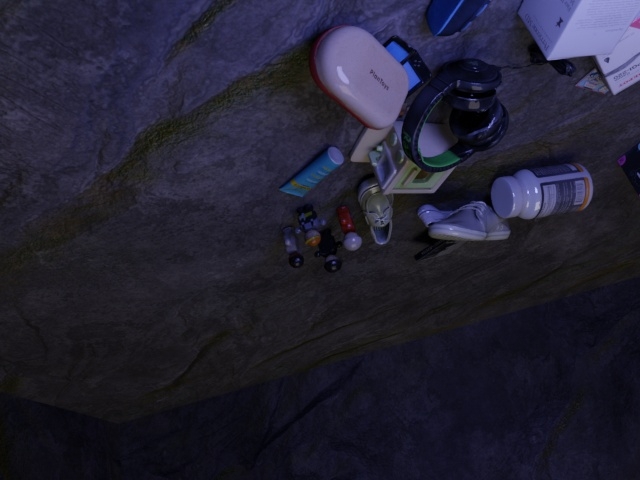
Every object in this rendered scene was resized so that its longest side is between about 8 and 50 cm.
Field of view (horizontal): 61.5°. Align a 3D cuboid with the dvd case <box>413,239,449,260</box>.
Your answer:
[{"bbox_3d":[0.476,0.011,1.987,0.238,0.030,0.179,-10,157,-47],"label":"dvd case"}]

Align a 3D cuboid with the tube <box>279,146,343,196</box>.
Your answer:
[{"bbox_3d":[-0.022,-0.176,1.442,0.080,0.052,0.207,18,145,-32],"label":"tube"}]

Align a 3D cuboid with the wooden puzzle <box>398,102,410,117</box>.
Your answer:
[{"bbox_3d":[0.182,-0.317,1.317,0.083,0.006,0.049,-8,152,-13],"label":"wooden puzzle"}]

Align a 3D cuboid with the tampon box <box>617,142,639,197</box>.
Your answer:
[{"bbox_3d":[1.085,-0.234,1.762,0.101,0.161,0.120,1,147,-27],"label":"tampon box"}]

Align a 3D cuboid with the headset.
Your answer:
[{"bbox_3d":[0.368,-0.302,1.216,0.394,0.185,0.243,-40,141,-2],"label":"headset"}]

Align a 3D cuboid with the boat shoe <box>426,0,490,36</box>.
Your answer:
[{"bbox_3d":[0.292,-0.484,0.989,0.089,0.109,0.258,-10,169,-26],"label":"boat shoe"}]

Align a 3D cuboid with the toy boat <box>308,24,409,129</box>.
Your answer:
[{"bbox_3d":[0.063,-0.332,1.109,0.231,0.151,0.151,30,169,-39],"label":"toy boat"}]

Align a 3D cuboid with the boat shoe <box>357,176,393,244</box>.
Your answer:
[{"bbox_3d":[0.183,-0.088,1.649,0.109,0.094,0.302,-18,153,5],"label":"boat shoe"}]

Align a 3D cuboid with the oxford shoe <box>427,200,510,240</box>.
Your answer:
[{"bbox_3d":[0.488,-0.063,1.746,0.169,0.130,0.449,9,-170,41],"label":"oxford shoe"}]

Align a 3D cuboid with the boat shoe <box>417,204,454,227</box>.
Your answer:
[{"bbox_3d":[0.411,-0.057,1.841,0.226,0.076,0.083,10,144,-40],"label":"boat shoe"}]

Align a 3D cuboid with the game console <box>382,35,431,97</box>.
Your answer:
[{"bbox_3d":[0.157,-0.359,1.163,0.122,0.107,0.071,-35,175,34],"label":"game console"}]

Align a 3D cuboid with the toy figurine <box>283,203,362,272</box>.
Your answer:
[{"bbox_3d":[0.000,0.000,1.662,0.209,0.148,0.213,3,148,-31],"label":"toy figurine"}]

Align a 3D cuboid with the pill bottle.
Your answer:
[{"bbox_3d":[0.702,-0.154,1.718,0.278,0.162,0.162,-9,152,-12],"label":"pill bottle"}]

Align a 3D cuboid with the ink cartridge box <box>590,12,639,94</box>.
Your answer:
[{"bbox_3d":[0.699,-0.454,1.224,0.158,0.092,0.218,-31,147,28],"label":"ink cartridge box"}]

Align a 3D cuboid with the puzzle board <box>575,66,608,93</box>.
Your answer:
[{"bbox_3d":[0.739,-0.423,1.397,0.128,0.011,0.096,3,147,-30],"label":"puzzle board"}]

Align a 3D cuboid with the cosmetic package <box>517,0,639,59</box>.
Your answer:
[{"bbox_3d":[0.509,-0.473,1.037,0.151,0.151,0.184,-9,151,-12],"label":"cosmetic package"}]

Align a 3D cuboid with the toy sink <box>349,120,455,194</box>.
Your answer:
[{"bbox_3d":[0.217,-0.210,1.400,0.234,0.131,0.153,-1,149,-24],"label":"toy sink"}]
